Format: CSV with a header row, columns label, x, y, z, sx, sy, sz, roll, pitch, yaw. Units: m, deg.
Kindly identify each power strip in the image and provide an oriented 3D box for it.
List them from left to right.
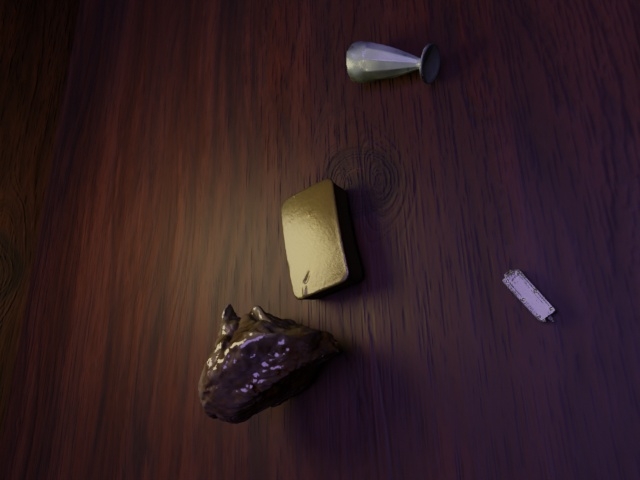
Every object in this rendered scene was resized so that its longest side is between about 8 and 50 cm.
label,x,y,z,sx,sy,sz,roll,pitch,yaw
power strip,0.272,0.073,0.555,0.027,0.017,0.083,-45,55,19

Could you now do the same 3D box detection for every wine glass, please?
label,x,y,z,sx,sy,sz,roll,pitch,yaw
wine glass,0.125,-0.308,0.746,0.155,0.073,0.073,22,90,35

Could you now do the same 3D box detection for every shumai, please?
label,x,y,z,sx,sy,sz,roll,pitch,yaw
shumai,-0.108,0.169,0.704,0.218,0.184,0.185,-51,54,30

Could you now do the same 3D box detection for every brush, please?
label,x,y,z,sx,sy,sz,roll,pitch,yaw
brush,0.000,0.000,0.755,0.123,0.059,0.197,-25,62,32
